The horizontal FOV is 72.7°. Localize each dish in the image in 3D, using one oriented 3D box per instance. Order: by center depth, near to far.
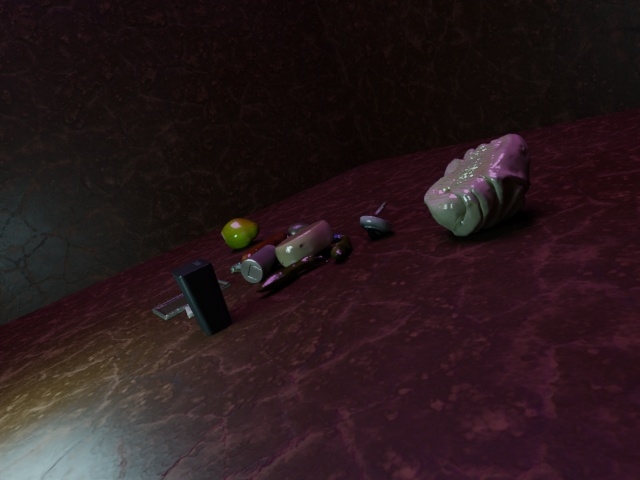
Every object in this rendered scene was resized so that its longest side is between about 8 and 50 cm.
[{"bbox_3d":[0.224,-0.042,1.817,0.141,0.078,0.141,16,-11,3],"label":"dish"}]

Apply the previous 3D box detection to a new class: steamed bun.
[{"bbox_3d":[0.553,-0.164,1.475,0.339,0.247,0.352,-22,31,51],"label":"steamed bun"}]

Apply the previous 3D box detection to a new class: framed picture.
[{"bbox_3d":[-0.575,0.253,1.937,0.314,0.024,0.232,-27,15,-30],"label":"framed picture"}]

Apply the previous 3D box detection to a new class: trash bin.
[{"bbox_3d":[-0.399,0.190,1.490,0.115,0.226,0.165,-27,15,-25],"label":"trash bin"}]

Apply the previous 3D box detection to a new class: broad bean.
[{"bbox_3d":[-0.115,0.121,1.685,0.325,0.067,0.075,-30,25,-28],"label":"broad bean"},{"bbox_3d":[0.082,0.026,1.803,0.098,0.056,0.318,-22,9,3],"label":"broad bean"}]

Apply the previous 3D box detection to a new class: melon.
[{"bbox_3d":[-0.107,-0.044,2.247,0.130,0.098,0.098,-20,14,-5],"label":"melon"}]

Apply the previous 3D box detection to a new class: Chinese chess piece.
[{"bbox_3d":[-0.069,0.014,1.869,0.273,0.102,0.273,-30,7,4],"label":"Chinese chess piece"}]

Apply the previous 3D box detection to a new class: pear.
[{"bbox_3d":[-0.475,-0.049,2.622,0.219,0.188,0.187,-29,15,-8],"label":"pear"}]

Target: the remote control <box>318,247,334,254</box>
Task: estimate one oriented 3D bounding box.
[{"bbox_3d":[0.016,0.051,1.880,0.096,0.014,0.039,-10,15,42],"label":"remote control"}]

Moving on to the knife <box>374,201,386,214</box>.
[{"bbox_3d":[0.323,-0.171,2.297,0.030,0.014,0.207,-13,17,29],"label":"knife"}]

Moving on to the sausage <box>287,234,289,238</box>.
[{"bbox_3d":[-0.149,-0.024,2.340,0.186,0.043,0.043,-24,14,-9],"label":"sausage"}]

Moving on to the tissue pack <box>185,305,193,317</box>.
[{"bbox_3d":[-0.508,0.277,1.741,0.056,0.023,0.108,-25,15,-19],"label":"tissue pack"}]

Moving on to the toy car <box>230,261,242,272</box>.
[{"bbox_3d":[-0.374,0.131,2.092,0.121,0.035,0.059,-1,22,29],"label":"toy car"}]

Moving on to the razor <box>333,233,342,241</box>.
[{"bbox_3d":[0.000,0.000,2.050,0.253,0.042,0.082,-7,-22,39],"label":"razor"}]

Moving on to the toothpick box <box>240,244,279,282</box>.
[{"bbox_3d":[-0.255,0.099,1.883,0.111,0.111,0.180,-13,14,27],"label":"toothpick box"}]

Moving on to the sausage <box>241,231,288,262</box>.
[{"bbox_3d":[-0.263,0.050,2.108,0.093,0.097,0.348,-3,20,29],"label":"sausage"}]
